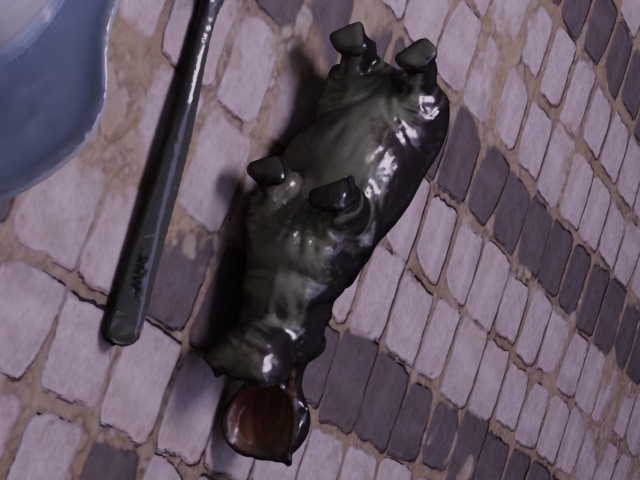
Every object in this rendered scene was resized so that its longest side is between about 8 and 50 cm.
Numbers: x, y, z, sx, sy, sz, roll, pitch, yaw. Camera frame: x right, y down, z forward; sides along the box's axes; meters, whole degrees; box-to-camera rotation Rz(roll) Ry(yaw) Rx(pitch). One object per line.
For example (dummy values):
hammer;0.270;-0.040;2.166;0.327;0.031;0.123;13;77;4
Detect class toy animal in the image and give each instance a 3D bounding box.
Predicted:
toy animal;-0.007;0.000;1.358;0.343;0.106;0.168;-65;158;-9

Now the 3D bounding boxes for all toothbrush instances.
toothbrush;-0.101;-0.068;1.229;0.030;0.030;0.297;17;88;-37

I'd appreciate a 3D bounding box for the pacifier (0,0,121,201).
pacifier;-0.187;-0.141;0.878;0.226;0.238;0.287;93;16;-74
